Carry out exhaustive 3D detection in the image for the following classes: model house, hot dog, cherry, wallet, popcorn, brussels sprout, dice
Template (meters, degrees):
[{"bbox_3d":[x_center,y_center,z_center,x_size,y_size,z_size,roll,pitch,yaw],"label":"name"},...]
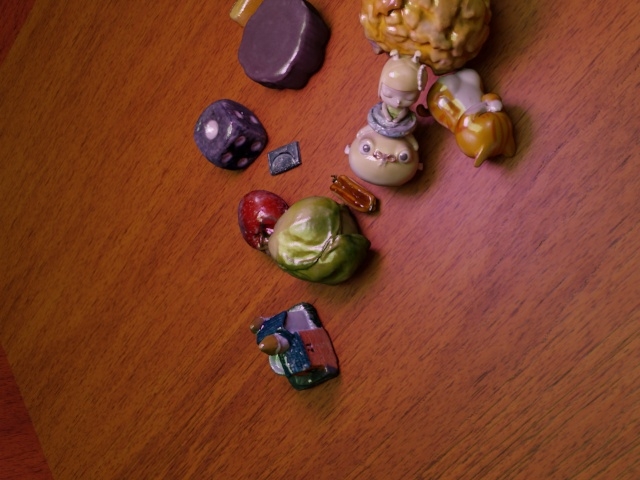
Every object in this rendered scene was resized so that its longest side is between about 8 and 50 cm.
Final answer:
[{"bbox_3d":[-0.111,0.312,1.779,0.184,0.291,0.253,-30,67,23],"label":"model house"},{"bbox_3d":[0.097,-0.139,1.828,0.072,0.055,0.188,-48,55,-3],"label":"hot dog"},{"bbox_3d":[-0.186,-0.075,1.948,0.175,0.192,0.250,-31,48,-13],"label":"cherry"},{"bbox_3d":[-0.125,-0.275,2.022,0.129,0.026,0.088,-17,74,33],"label":"wallet"},{"bbox_3d":[0.275,-0.638,1.594,0.390,0.344,0.354,27,74,31],"label":"popcorn"},{"bbox_3d":[0.000,0.001,1.787,0.294,0.227,0.260,-11,68,9],"label":"brussels sprout"},{"bbox_3d":[-0.310,-0.361,2.070,0.182,0.183,0.181,-44,63,24],"label":"dice"}]

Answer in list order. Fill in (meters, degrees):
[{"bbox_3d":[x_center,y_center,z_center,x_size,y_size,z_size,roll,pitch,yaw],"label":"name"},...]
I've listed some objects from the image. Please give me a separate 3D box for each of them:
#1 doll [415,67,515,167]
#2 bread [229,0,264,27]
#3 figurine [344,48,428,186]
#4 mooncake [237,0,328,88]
[{"bbox_3d":[0.391,-0.329,1.587,0.166,0.162,0.270,-23,56,-14],"label":"doll"},{"bbox_3d":[-0.226,-0.869,2.137,0.246,0.094,0.102,-54,49,16],"label":"bread"},{"bbox_3d":[0.195,-0.346,1.645,0.226,0.394,0.275,9,45,1],"label":"figurine"},{"bbox_3d":[-0.118,-0.646,1.991,0.306,0.154,0.306,-5,81,36],"label":"mooncake"}]
